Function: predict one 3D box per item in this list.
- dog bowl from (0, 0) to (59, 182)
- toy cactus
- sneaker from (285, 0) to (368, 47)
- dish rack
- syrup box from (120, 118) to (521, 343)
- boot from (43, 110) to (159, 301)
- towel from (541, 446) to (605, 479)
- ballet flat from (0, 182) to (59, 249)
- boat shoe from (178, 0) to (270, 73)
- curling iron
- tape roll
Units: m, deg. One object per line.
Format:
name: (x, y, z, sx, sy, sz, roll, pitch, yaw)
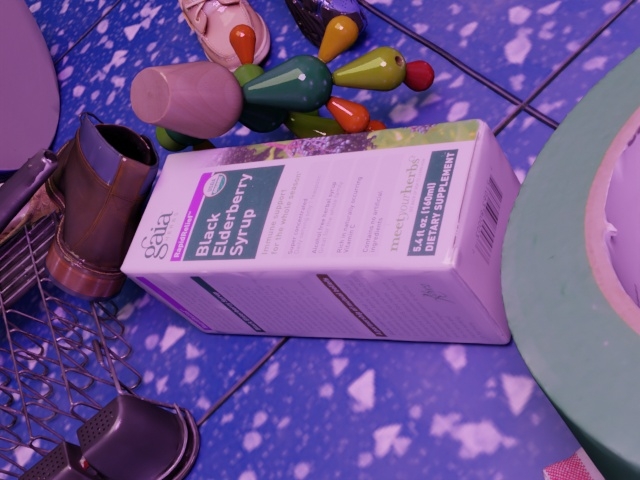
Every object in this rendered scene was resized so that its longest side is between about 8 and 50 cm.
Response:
dog bowl: (-0.363, -0.165, 0.776, 0.104, 0.265, 0.264, -20, 52, 20)
toy cactus: (-0.050, -0.103, 0.586, 0.219, 0.181, 0.112, 2, 96, 32)
sneaker: (-0.005, -0.244, 0.714, 0.087, 0.083, 0.221, -28, 52, 6)
dish rack: (-0.220, 0.109, 0.635, 0.208, 0.074, 0.271, -39, 45, 5)
syrup box: (0.000, 0.000, 0.536, 0.237, 0.096, 0.093, -1, 59, 33)
boot: (-0.157, -0.056, 0.658, 0.106, 0.082, 0.219, -60, 28, 23)
towel: (0.201, 0.105, 0.352, 0.197, 0.029, 0.144, -32, 32, 7)
ballet flat: (-0.301, -0.007, 0.765, 0.206, 0.067, 0.073, -31, 48, 14)
boat shoe: (-0.097, -0.207, 0.763, 0.063, 0.059, 0.170, -38, 47, 7)
curling iron: (-0.300, -0.001, 0.696, 0.274, 0.035, 0.068, -29, 84, 33)
tape roll: (0.232, -0.014, 0.337, 0.321, 0.077, 0.321, -29, 31, 19)
